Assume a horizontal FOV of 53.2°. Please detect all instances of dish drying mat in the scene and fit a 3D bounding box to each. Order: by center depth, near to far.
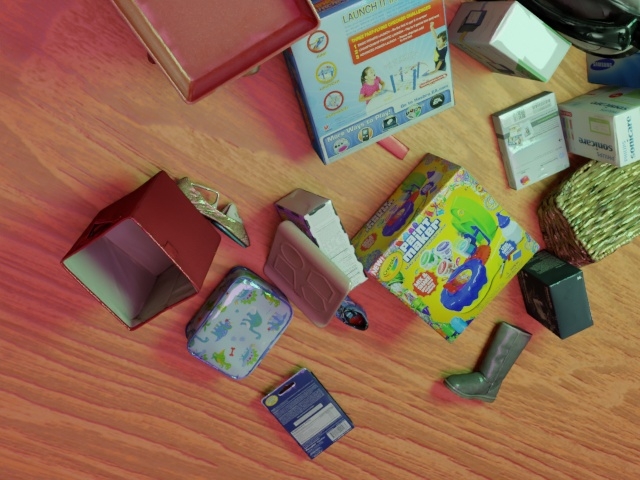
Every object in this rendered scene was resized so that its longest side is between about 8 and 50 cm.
[{"bbox_3d":[0.157,-0.211,1.400,0.083,0.008,0.032,32,96,-21],"label":"dish drying mat"}]

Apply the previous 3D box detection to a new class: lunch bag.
[{"bbox_3d":[-0.175,0.183,1.395,0.176,0.090,0.219,34,96,-22],"label":"lunch bag"}]

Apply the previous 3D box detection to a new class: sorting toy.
[{"bbox_3d":[-0.028,0.071,1.320,0.193,0.208,0.038,44,58,11],"label":"sorting toy"}]

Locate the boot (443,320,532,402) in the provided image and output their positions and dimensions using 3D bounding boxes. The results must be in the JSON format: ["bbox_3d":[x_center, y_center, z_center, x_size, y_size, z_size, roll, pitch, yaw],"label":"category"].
[{"bbox_3d":[0.423,0.300,1.608,0.189,0.076,0.209,15,111,-34],"label":"boot"}]

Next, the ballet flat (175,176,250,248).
[{"bbox_3d":[-0.215,-0.061,1.317,0.206,0.073,0.067,35,82,-26],"label":"ballet flat"}]

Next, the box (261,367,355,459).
[{"bbox_3d":[-0.031,0.411,1.539,0.136,0.036,0.225,-36,115,-2],"label":"box"}]

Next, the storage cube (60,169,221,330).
[{"bbox_3d":[-0.330,0.015,1.212,0.183,0.193,0.215,-29,114,21],"label":"storage cube"}]

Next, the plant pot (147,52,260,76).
[{"bbox_3d":[-0.193,-0.434,1.105,0.272,0.272,0.265,0,115,-16],"label":"plant pot"}]

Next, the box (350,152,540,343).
[{"bbox_3d":[0.263,0.014,1.414,0.279,0.177,0.290,39,94,-22],"label":"box"}]

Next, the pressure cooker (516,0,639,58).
[{"bbox_3d":[0.565,-0.561,1.202,0.420,0.370,0.375,-42,110,-3],"label":"pressure cooker"}]

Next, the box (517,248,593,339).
[{"bbox_3d":[0.561,0.127,1.543,0.093,0.158,0.156,-24,112,-7],"label":"box"}]

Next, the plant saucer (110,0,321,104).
[{"bbox_3d":[-0.170,-0.379,0.976,0.258,0.048,0.259,-29,125,9],"label":"plant saucer"}]

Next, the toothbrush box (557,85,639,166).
[{"bbox_3d":[0.711,-0.282,1.422,0.283,0.206,0.122,-22,113,-7],"label":"toothbrush box"}]

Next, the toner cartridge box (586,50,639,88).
[{"bbox_3d":[0.730,-0.368,1.322,0.165,0.348,0.075,-16,111,-10],"label":"toner cartridge box"}]

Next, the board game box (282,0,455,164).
[{"bbox_3d":[0.095,-0.341,1.240,0.308,0.086,0.302,-25,135,-6],"label":"board game box"}]

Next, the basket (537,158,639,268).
[{"bbox_3d":[0.677,-0.085,1.541,0.299,0.223,0.214,-30,80,-4],"label":"basket"}]

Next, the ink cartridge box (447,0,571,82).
[{"bbox_3d":[0.368,-0.402,1.285,0.154,0.212,0.093,26,103,-22],"label":"ink cartridge box"}]

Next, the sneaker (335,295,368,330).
[{"bbox_3d":[0.054,0.152,1.457,0.162,0.073,0.063,35,96,-23],"label":"sneaker"}]

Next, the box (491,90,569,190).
[{"bbox_3d":[0.484,-0.228,1.469,0.145,0.038,0.186,-25,112,-6],"label":"box"}]

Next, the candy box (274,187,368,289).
[{"bbox_3d":[0.000,0.000,1.338,0.070,0.165,0.196,-33,114,-14],"label":"candy box"}]

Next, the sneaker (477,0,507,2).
[{"bbox_3d":[0.300,-0.563,1.281,0.234,0.084,0.097,27,98,-22],"label":"sneaker"}]
